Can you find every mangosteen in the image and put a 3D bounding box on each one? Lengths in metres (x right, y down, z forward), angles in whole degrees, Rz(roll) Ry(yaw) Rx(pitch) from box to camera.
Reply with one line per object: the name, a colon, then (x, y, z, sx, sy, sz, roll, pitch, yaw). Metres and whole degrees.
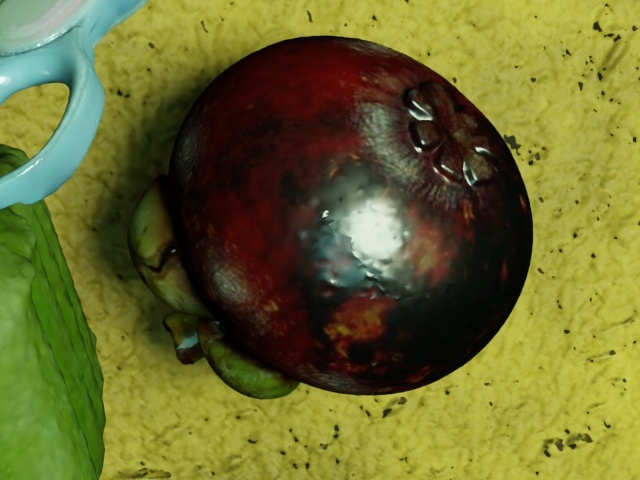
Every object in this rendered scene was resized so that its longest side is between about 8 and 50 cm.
mangosteen: (0.000, 0.000, 0.606, 0.199, 0.200, 0.200, -3, 109, -10)

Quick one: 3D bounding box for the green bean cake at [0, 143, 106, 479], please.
green bean cake: (-0.222, 0.073, 0.533, 0.249, 0.247, 0.156, -16, 109, -6)

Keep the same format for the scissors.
scissors: (-0.100, -0.111, 0.538, 0.256, 0.125, 0.030, -55, 144, -28)
